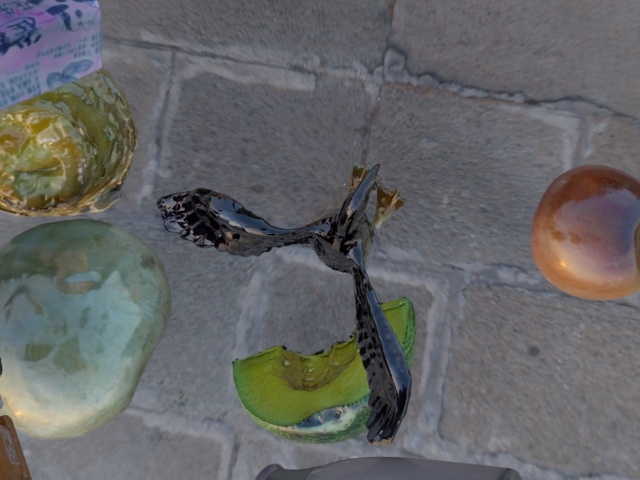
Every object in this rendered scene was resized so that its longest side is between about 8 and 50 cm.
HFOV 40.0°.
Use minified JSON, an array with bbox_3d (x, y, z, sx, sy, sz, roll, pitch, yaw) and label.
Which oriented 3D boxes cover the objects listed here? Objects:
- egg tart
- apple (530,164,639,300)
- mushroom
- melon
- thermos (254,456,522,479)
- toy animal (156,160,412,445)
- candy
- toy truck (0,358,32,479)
[{"bbox_3d":[-0.460,-0.160,1.438,0.341,0.129,0.341,-7,123,-11],"label":"egg tart"},{"bbox_3d":[0.520,-0.011,1.634,0.253,0.253,0.254,0,94,2],"label":"apple"},{"bbox_3d":[-0.381,0.128,1.341,0.352,0.260,0.352,-12,58,21],"label":"mushroom"},{"bbox_3d":[0.023,0.205,1.153,0.265,0.169,0.129,-21,123,12],"label":"melon"},{"bbox_3d":[0.031,0.198,0.603,0.193,0.137,0.105,2,86,27],"label":"thermos"},{"bbox_3d":[0.009,-0.011,0.711,0.272,0.160,0.197,35,126,7],"label":"toy animal"},{"bbox_3d":[-0.262,-0.162,0.709,0.092,0.160,0.073,31,132,19],"label":"candy"},{"bbox_3d":[-0.340,0.218,0.728,0.173,0.207,0.388,-25,70,-7],"label":"toy truck"}]
